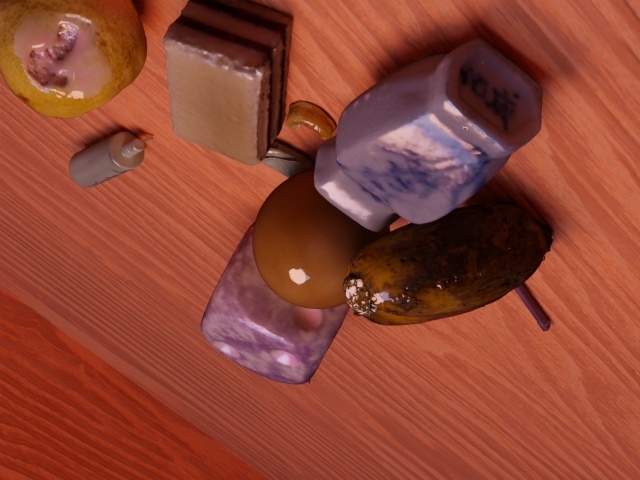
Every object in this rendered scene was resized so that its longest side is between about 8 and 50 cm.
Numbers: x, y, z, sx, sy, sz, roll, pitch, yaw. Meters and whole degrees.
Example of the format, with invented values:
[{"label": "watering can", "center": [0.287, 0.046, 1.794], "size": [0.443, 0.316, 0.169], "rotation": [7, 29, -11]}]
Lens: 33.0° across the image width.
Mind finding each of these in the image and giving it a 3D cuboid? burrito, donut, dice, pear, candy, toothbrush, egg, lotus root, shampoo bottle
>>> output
[{"label": "burrito", "center": [-0.075, -0.156, 2.044], "size": [0.118, 0.044, 0.074], "rotation": [29, 152, -8]}, {"label": "donut", "center": [-0.018, -0.207, 1.904], "size": [0.083, 0.038, 0.067], "rotation": [42, 147, -23]}, {"label": "dice", "center": [-0.085, 0.132, 2.316], "size": [0.271, 0.270, 0.270], "rotation": [27, 154, 0]}, {"label": "pear", "center": [-0.429, -0.343, 1.808], "size": [0.271, 0.271, 0.271], "rotation": [22, 153, 12]}, {"label": "candy", "center": [-0.156, -0.266, 1.822], "size": [0.179, 0.135, 0.321], "rotation": [25, 153, 7]}, {"label": "toothbrush", "center": [0.366, 0.066, 2.055], "size": [0.029, 0.024, 0.354], "rotation": [-7, 138, 37]}, {"label": "egg", "center": [0.000, 0.000, 1.965], "size": [0.250, 0.322, 0.250], "rotation": [4, 111, 10]}, {"label": "lotus root", "center": [0.224, 0.040, 1.830], "size": [0.196, 0.397, 0.179], "rotation": [-11, 95, 65]}, {"label": "shampoo bottle", "center": [-0.450, -0.177, 2.312], "size": [0.085, 0.085, 0.262], "rotation": [40, 151, -24]}]

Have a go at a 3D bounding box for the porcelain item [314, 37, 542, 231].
[{"label": "porcelain item", "center": [0.157, -0.156, 1.675], "size": [0.242, 0.179, 0.405], "rotation": [36, 151, -14]}]
